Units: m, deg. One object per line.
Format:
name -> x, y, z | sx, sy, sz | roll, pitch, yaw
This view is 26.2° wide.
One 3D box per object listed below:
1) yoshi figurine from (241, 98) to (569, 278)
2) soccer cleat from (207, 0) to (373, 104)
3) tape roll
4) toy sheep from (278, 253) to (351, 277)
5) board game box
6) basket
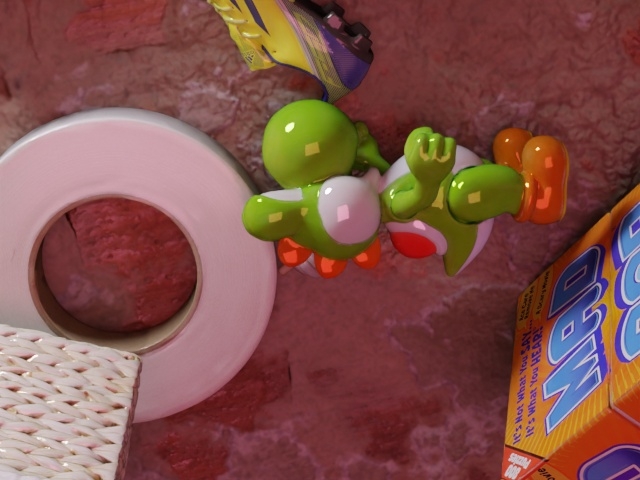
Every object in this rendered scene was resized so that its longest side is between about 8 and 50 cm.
yoshi figurine -> 0.085, -0.089, 1.570 | 0.362, 0.203, 0.203 | -7, 142, -11
soccer cleat -> -0.073, -0.258, 1.572 | 0.289, 0.093, 0.121 | 34, 109, -12
tape roll -> -0.246, 0.034, 1.665 | 0.392, 0.072, 0.392 | -1, 107, -3
toy sheep -> 0.000, 0.000, 1.662 | 0.132, 0.091, 0.091 | -35, 106, 22
board game box -> 0.459, 0.159, 1.539 | 0.356, 0.356, 0.356 | 34, 124, -12
basket -> -0.384, 0.284, 1.578 | 0.331, 0.266, 0.328 | 13, 132, -2
